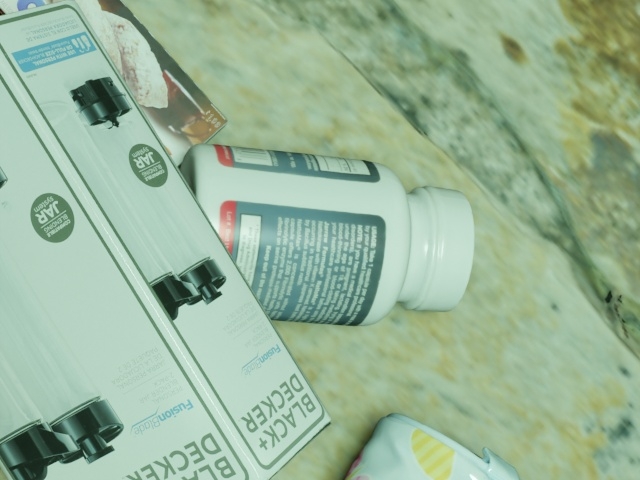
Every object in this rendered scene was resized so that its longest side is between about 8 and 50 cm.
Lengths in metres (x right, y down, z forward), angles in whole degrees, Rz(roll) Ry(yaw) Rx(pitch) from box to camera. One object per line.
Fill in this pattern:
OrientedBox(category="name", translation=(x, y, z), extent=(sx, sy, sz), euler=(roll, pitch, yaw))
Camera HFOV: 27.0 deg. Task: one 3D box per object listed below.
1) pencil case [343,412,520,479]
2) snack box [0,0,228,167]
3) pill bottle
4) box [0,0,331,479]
OrientedBox(category="pencil case", translation=(0.018, 0.240, 0.816), extent=(0.113, 0.124, 0.273), euler=(37, 74, -8))
OrientedBox(category="snack box", translation=(-0.143, -0.122, 0.871), extent=(0.064, 0.022, 0.178), euler=(-43, 96, -15))
OrientedBox(category="pill bottle", translation=(0.000, 0.000, 0.850), extent=(0.180, 0.108, 0.108), euler=(6, 81, -15))
OrientedBox(category="box", translation=(-0.143, 0.030, 0.770), extent=(0.290, 0.169, 0.087), euler=(59, 31, -3))
